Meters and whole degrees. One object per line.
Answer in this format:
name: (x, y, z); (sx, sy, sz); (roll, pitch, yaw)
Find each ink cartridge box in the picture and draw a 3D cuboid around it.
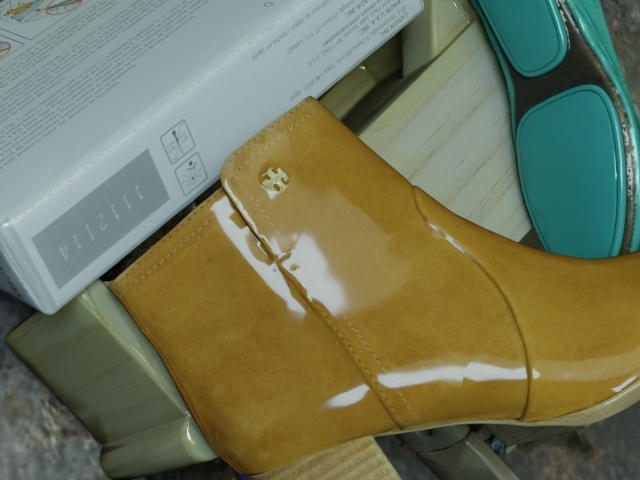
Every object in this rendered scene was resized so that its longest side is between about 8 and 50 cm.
ink cartridge box: (-0.131, -0.107, 0.717); (0.296, 0.261, 0.066); (-42, 132, -27)

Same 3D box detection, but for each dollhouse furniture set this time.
dollhouse furniture set: (0.142, 0.083, 0.783); (0.129, 0.184, 0.129); (47, 60, -5)

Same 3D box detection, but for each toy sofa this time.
toy sofa: (0.000, 0.000, 0.764); (0.177, 0.150, 0.362); (49, 60, -9)

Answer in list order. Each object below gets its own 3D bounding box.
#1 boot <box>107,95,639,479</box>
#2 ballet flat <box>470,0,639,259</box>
boot: (0.062, 0.009, 0.612); (0.295, 0.104, 0.211); (-35, 90, -10)
ballet flat: (0.157, -0.095, 0.745); (0.087, 0.083, 0.247); (-13, 85, -45)
